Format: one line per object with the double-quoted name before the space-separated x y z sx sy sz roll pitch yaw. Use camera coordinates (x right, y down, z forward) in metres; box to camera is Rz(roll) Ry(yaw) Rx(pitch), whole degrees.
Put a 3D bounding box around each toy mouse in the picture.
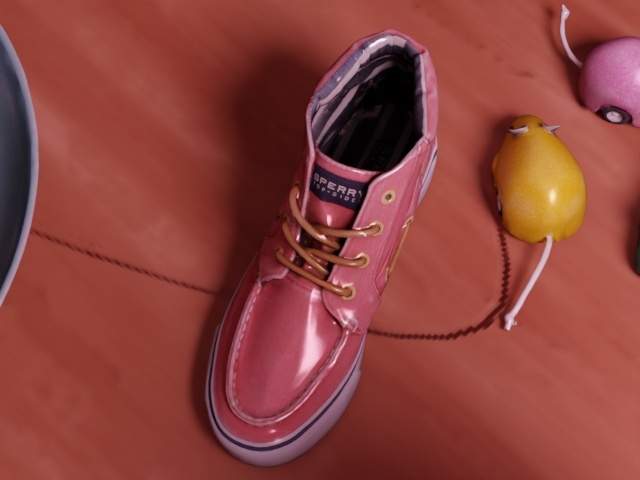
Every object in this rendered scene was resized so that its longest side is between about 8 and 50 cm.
"toy mouse" 0.147 -0.041 0.671 0.143 0.031 0.161 -1 62 1

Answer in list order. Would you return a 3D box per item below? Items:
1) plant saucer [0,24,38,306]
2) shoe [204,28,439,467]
"plant saucer" -0.276 -0.012 0.665 0.317 0.044 0.318 -1 62 2
"shoe" 0.000 0.000 0.626 0.063 0.081 0.178 20 65 12
